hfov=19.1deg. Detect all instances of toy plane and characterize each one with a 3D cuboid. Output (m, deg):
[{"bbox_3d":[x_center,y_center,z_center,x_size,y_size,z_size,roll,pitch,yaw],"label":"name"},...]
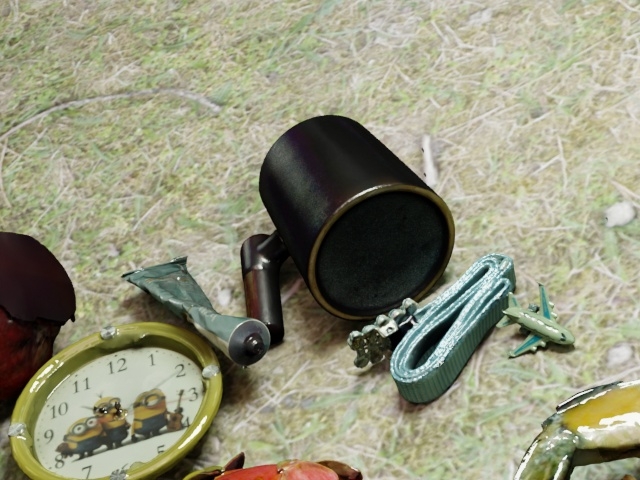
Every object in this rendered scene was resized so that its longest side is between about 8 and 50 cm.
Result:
[{"bbox_3d":[0.217,0.084,1.889,0.083,0.033,0.080,24,97,19],"label":"toy plane"}]

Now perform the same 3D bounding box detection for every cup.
[{"bbox_3d":[-0.002,-0.014,1.990,0.239,0.166,0.177,-30,41,-6],"label":"cup"}]

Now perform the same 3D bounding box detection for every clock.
[{"bbox_3d":[-0.207,0.183,1.972,0.237,0.057,0.237,-12,41,11],"label":"clock"}]

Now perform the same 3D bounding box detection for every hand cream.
[{"bbox_3d":[-0.125,0.068,2.014,0.248,0.075,0.052,36,109,53],"label":"hand cream"}]

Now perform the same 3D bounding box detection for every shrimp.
[{"bbox_3d":[0.254,0.277,1.623,0.272,0.085,0.445,31,63,26],"label":"shrimp"}]

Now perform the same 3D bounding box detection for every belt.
[{"bbox_3d":[0.123,0.079,1.922,0.100,0.065,0.179,33,66,32],"label":"belt"}]

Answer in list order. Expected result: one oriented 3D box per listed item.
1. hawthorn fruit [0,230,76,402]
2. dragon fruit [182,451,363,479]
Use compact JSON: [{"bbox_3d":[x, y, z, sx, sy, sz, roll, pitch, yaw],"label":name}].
[{"bbox_3d":[-0.395,0.082,2.063,0.251,0.189,0.189,-4,48,28],"label":"hawthorn fruit"},{"bbox_3d":[-0.044,0.294,1.680,0.224,0.224,0.227,50,122,45],"label":"dragon fruit"}]
